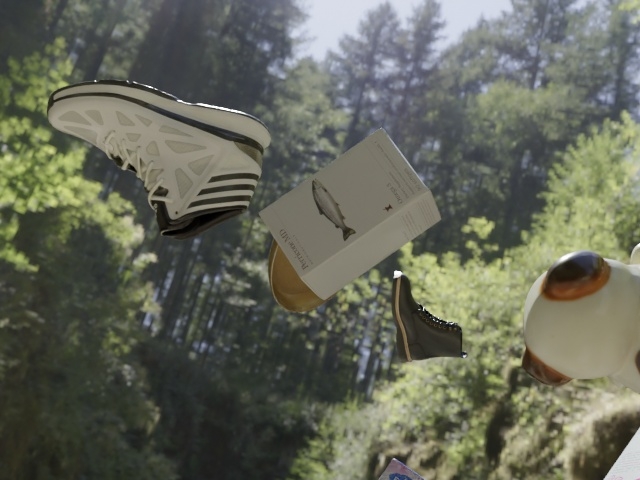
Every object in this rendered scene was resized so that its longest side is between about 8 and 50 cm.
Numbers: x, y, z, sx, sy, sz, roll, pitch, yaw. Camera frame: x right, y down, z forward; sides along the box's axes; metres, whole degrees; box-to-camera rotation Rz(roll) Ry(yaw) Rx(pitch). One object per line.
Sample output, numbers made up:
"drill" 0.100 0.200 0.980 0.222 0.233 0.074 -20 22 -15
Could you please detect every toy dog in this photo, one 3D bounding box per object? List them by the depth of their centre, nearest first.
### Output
"toy dog" 0.518 0.163 1.465 0.408 0.395 0.284 17 -52 14

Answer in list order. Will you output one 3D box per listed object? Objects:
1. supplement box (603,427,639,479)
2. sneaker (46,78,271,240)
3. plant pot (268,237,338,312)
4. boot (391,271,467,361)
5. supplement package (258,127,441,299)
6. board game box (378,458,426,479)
"supplement box" 0.547 0.378 1.495 0.111 0.220 0.113 -25 -83 50
"sneaker" -0.338 -0.150 1.835 0.448 0.257 0.169 11 -22 1
"plant pot" 0.000 0.000 1.441 0.032 0.236 0.236 31 -16 32
"boot" 0.218 0.151 1.888 0.137 0.077 0.197 -3 -62 17
"supplement package" 0.037 -0.029 1.125 0.179 0.105 0.105 -35 -22 2
"board game box" 0.301 0.575 1.851 0.318 0.065 0.318 30 -9 36
